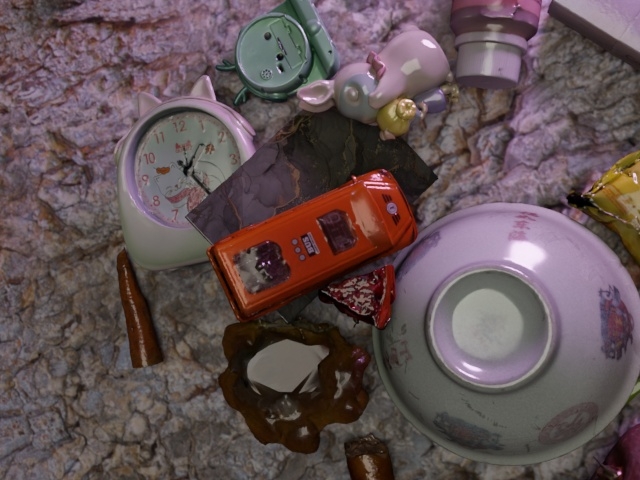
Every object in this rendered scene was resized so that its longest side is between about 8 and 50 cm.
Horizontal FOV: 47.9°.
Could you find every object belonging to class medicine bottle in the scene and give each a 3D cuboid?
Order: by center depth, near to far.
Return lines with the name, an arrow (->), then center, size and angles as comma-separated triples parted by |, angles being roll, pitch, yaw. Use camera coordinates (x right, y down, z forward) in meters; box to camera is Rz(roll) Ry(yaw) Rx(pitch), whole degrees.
medicine bottle -> 0.281, -0.375, 1.155 | 0.147, 0.147, 0.247 | 8, 92, 11

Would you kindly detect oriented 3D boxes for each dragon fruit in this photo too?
dragon fruit -> 0.053, 0.108, 1.150 | 0.122, 0.192, 0.092 | -18, 85, -14

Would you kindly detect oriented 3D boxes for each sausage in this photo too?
sausage -> 0.080, 0.488, 1.229 | 0.103, 0.076, 0.302 | 4, 90, 18

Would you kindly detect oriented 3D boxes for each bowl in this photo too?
bowl -> 0.266, 0.134, 1.092 | 0.435, 0.196, 0.434 | -3, 81, 18

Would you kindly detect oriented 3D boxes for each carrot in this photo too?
carrot -> -0.344, 0.123, 1.324 | 0.057, 0.057, 0.224 | -18, 84, 10

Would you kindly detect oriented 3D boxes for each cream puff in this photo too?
cream puff -> -0.055, 0.230, 1.214 | 0.269, 0.155, 0.241 | 40, 93, 9

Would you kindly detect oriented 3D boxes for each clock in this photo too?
clock -> -0.081, -0.321, 1.263 | 0.211, 0.066, 0.159 | -29, 84, 10
clock -> -0.223, -0.118, 1.269 | 0.265, 0.108, 0.324 | -11, 87, 11

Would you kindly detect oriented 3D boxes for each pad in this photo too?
pad -> -0.008, -0.075, 1.203 | 0.367, 0.007, 0.247 | -43, 91, -12

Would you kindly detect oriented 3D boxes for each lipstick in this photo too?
lipstick -> 0.540, -0.304, 1.139 | 0.371, 0.076, 0.079 | 35, 97, 9

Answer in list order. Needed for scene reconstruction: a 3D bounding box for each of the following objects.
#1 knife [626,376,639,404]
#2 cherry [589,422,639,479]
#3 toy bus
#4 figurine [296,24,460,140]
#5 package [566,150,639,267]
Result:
knife -> 0.512, 0.242, 1.172 | 0.184, 0.026, 0.022 | -45, 68, 11
cherry -> 0.532, 0.410, 1.076 | 0.307, 0.221, 0.261 | 30, 98, -9
toy bus -> 0.000, 0.000, 1.114 | 0.329, 0.153, 0.143 | -24, 88, -13
figurine -> 0.092, -0.238, 1.182 | 0.235, 0.127, 0.155 | -29, 93, -2
package -> 0.524, -0.036, 1.136 | 0.168, 0.090, 0.226 | -40, 80, 11
